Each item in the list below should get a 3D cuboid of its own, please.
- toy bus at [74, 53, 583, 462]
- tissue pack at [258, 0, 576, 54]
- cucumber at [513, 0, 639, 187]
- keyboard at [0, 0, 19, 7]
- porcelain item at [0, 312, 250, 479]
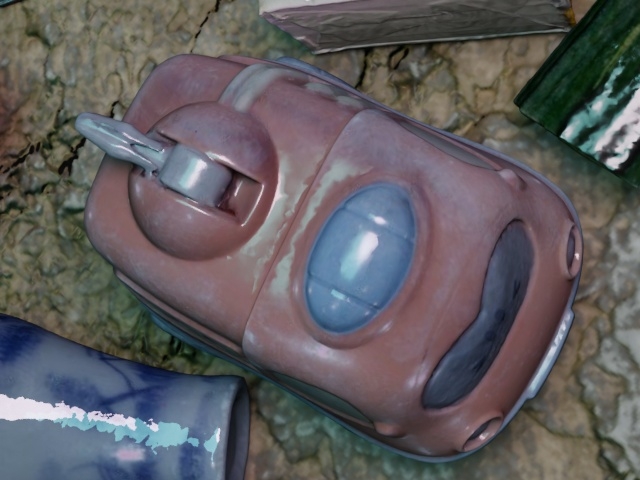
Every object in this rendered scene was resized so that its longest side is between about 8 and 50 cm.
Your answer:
[{"bbox_3d":[0.000,0.000,0.907,0.294,0.232,0.197,28,90,17],"label":"toy bus"},{"bbox_3d":[0.061,-0.245,0.979,0.185,0.124,0.225,-4,81,18],"label":"tissue pack"},{"bbox_3d":[0.180,-0.104,0.936,0.115,0.062,0.116,-51,36,8],"label":"cucumber"},{"bbox_3d":[-0.155,-0.217,1.091,0.176,0.014,0.055,-17,82,13],"label":"keyboard"},{"bbox_3d":[-0.178,0.120,0.997,0.259,0.141,0.141,6,84,6],"label":"porcelain item"}]
